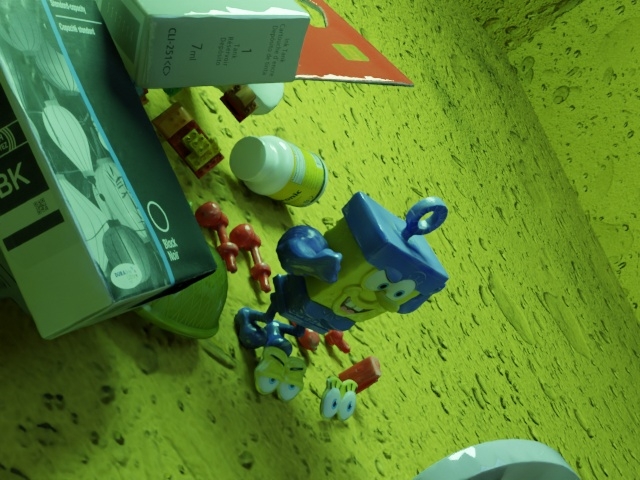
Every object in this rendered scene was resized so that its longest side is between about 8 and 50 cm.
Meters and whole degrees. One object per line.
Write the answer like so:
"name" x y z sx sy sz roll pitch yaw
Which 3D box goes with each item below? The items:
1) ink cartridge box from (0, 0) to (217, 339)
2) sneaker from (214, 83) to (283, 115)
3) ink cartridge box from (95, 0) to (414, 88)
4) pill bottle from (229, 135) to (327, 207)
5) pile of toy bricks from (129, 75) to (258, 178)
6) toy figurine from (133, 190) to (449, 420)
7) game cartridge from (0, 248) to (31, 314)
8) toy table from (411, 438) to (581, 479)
"ink cartridge box" -0.190 -0.107 0.717 0.333 0.065 0.165 63 19 1
"sneaker" -0.111 -0.188 1.128 0.080 0.094 0.212 22 31 -46
"ink cartridge box" -0.088 -0.229 0.932 0.261 0.066 0.296 -6 39 -32
"pill bottle" -0.046 -0.076 1.154 0.116 0.065 0.065 18 43 -58
"pile of toy bricks" -0.140 -0.169 0.970 0.212 0.118 0.105 50 -17 -7
"toy figurine" 0.000 0.000 0.938 0.362 0.217 0.191 32 32 -48
"game cartridge" -0.255 -0.113 0.728 0.297 0.062 0.198 54 25 -26
"toy table" 0.182 0.290 0.919 0.274 0.252 0.161 20 26 -46
